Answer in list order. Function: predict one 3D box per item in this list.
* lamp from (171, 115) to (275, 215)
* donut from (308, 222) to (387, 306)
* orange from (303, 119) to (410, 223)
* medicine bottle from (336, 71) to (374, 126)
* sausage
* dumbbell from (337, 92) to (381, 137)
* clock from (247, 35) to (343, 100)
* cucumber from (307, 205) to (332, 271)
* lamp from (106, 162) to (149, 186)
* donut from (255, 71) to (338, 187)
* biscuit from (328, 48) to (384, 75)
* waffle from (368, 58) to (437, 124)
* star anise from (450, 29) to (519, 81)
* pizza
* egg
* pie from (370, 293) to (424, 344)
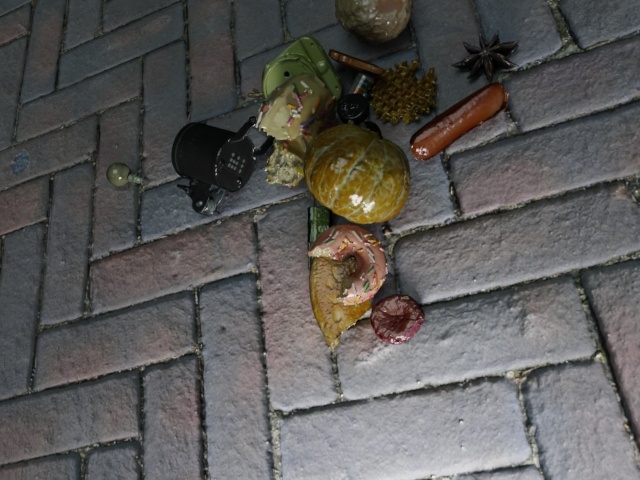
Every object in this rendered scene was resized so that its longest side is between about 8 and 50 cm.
[{"bbox_3d":[-0.365,-0.297,1.834,0.272,0.205,0.374,40,98,25],"label":"lamp"},{"bbox_3d":[0.093,0.054,1.505,0.199,0.085,0.233,-32,82,-13],"label":"donut"},{"bbox_3d":[0.107,-0.194,1.547,0.329,0.329,0.249,36,107,29],"label":"orange"},{"bbox_3d":[0.106,-0.440,1.769,0.221,0.061,0.092,-61,24,8],"label":"medicine bottle"},{"bbox_3d":[0.412,-0.362,1.628,0.330,0.102,0.102,-33,61,7],"label":"sausage"},{"bbox_3d":[0.124,-0.367,1.686,0.100,0.191,0.100,-8,67,18],"label":"dumbbell"},{"bbox_3d":[-0.094,-0.517,1.817,0.307,0.096,0.235,-28,107,19],"label":"clock"},{"bbox_3d":[-0.002,0.001,1.667,0.077,0.062,0.212,-1,77,2],"label":"cucumber"},{"bbox_3d":[-0.721,-0.239,2.028,0.163,0.091,0.091,15,74,8],"label":"lamp"},{"bbox_3d":[-0.064,-0.346,1.667,0.150,0.371,0.307,30,67,14],"label":"donut"},{"bbox_3d":[0.118,-0.588,1.786,0.280,0.183,0.043,43,124,41],"label":"biscuit"},{"bbox_3d":[0.270,-0.483,1.758,0.228,0.051,0.232,-8,68,18],"label":"waffle"},{"bbox_3d":[0.526,-0.569,1.687,0.204,0.061,0.181,-34,62,5],"label":"star anise"},{"bbox_3d":[0.057,0.130,1.567,0.182,0.074,0.366,-6,74,2],"label":"pizza"},{"bbox_3d":[0.176,-0.805,1.808,0.279,0.279,0.311,-32,56,6],"label":"egg"},{"bbox_3d":[0.212,0.216,1.505,0.153,0.038,0.154,-7,66,16],"label":"pie"}]
